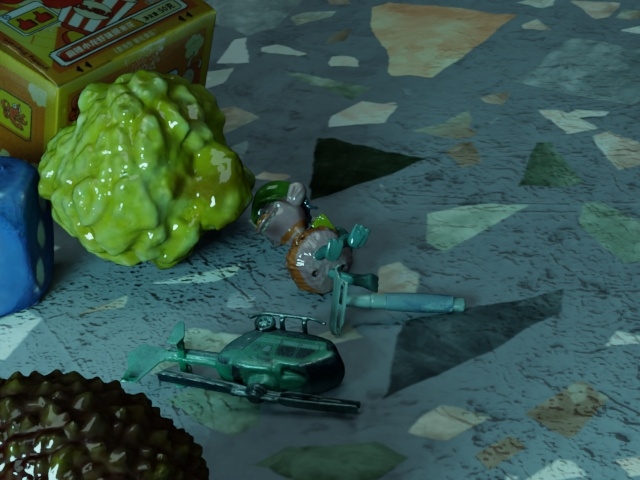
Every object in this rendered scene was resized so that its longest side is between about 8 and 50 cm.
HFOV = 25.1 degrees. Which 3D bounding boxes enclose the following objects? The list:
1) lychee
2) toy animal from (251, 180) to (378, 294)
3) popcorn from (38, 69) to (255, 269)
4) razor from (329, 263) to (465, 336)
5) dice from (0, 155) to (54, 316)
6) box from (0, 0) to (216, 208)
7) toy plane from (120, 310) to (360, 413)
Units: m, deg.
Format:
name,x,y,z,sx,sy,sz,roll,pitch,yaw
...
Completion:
name,x,y,z,sx,sy,sz,roll,pitch,yaw
lychee,-0.184,0.210,1.026,0.271,0.271,0.271,-5,28,3
toy animal,0.000,0.000,1.529,0.103,0.100,0.208,5,12,-27
popcorn,-0.172,-0.071,1.567,0.251,0.206,0.237,22,15,-36
razor,0.078,0.062,1.434,0.135,0.068,0.040,2,29,-7
dice,-0.370,-0.006,1.552,0.143,0.146,0.146,-3,28,3
box,-0.326,-0.222,1.814,0.259,0.214,0.283,30,43,24
toy plane,-0.069,0.118,1.354,0.235,0.060,0.096,6,43,14
